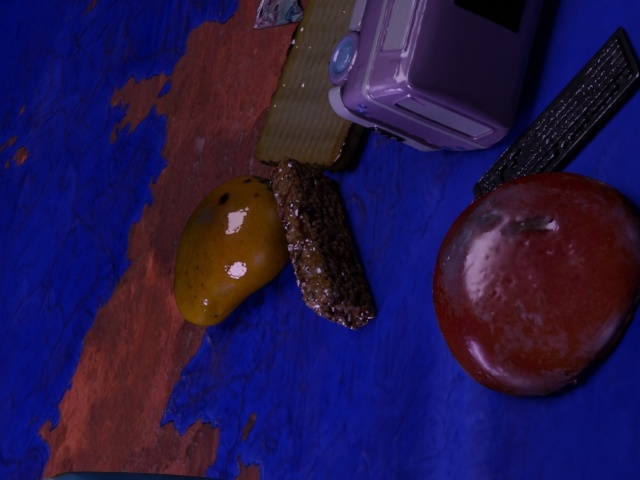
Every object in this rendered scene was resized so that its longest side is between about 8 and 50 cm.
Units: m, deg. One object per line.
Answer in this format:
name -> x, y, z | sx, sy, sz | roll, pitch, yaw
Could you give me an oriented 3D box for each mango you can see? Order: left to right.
mango -> -0.087, 0.006, 1.912 | 0.178, 0.090, 0.115 | -45, 43, 46

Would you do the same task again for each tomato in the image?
tomato -> 0.149, 0.026, 1.507 | 0.189, 0.099, 0.173 | -8, 62, 54

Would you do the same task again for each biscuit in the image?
biscuit -> 0.000, 0.000, 1.797 | 0.034, 0.064, 0.199 | -51, 35, 28
biscuit -> 0.020, -0.190, 1.924 | 0.172, 0.029, 0.254 | 8, 78, 60

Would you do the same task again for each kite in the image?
kite -> -0.029, -0.277, 2.082 | 0.156, 0.011, 0.139 | -45, 39, 34

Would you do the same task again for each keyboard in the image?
keyboard -> 0.188, -0.088, 1.604 | 0.196, 0.015, 0.074 | -48, 35, 29

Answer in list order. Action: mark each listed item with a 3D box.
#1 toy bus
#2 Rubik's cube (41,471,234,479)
toy bus -> 0.106, -0.188, 1.681 | 0.142, 0.142, 0.202 | -9, 64, 62
Rubik's cube -> -0.100, 0.393, 1.361 | 0.347, 0.352, 0.351 | -48, 51, 25
